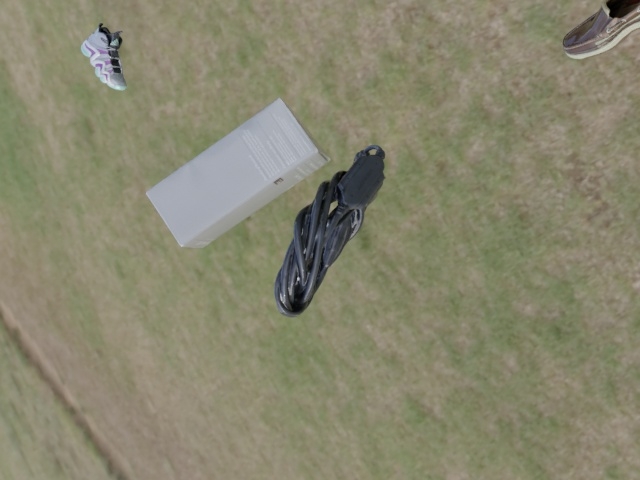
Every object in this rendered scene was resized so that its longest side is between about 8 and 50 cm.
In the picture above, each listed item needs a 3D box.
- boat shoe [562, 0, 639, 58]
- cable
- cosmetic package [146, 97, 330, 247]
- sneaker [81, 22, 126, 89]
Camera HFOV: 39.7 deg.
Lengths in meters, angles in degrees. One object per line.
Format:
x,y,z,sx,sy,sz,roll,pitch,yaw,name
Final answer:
0.597,-0.461,1.804,0.258,0.095,0.095,-25,47,39,boat shoe
0.000,0.000,0.820,0.047,0.184,0.150,31,143,4,cable
-0.117,-0.092,1.275,0.107,0.238,0.127,54,-173,6,cosmetic package
-0.295,-0.266,1.255,0.098,0.038,0.069,50,119,13,sneaker
